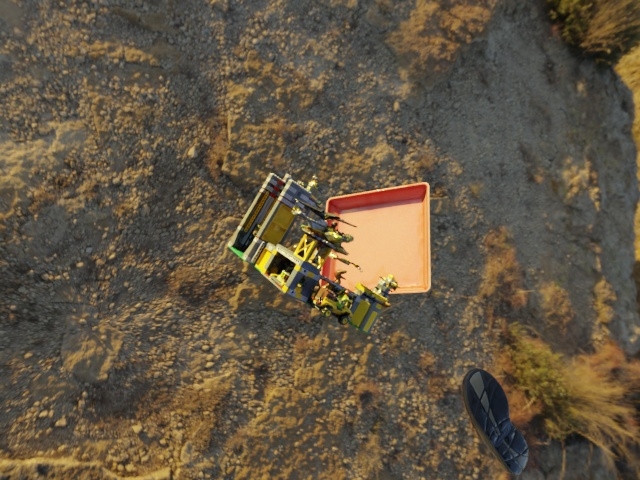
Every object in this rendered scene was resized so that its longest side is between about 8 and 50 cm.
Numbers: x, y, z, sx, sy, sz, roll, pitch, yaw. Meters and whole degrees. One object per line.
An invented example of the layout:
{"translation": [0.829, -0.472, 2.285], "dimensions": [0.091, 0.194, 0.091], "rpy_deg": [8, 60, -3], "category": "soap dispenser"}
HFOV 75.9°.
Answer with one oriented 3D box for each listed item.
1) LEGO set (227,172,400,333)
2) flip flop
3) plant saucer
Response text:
{"translation": [0.000, 0.000, 0.735], "dimensions": [0.255, 0.331, 0.192], "rpy_deg": [31, 89, -26], "category": "LEGO set"}
{"translation": [0.411, 0.437, 0.993], "dimensions": [0.112, 0.080, 0.276], "rpy_deg": [-35, 100, -22], "category": "flip flop"}
{"translation": [0.129, 0.006, 0.951], "dimensions": [0.048, 0.259, 0.258], "rpy_deg": [40, 50, -53], "category": "plant saucer"}
